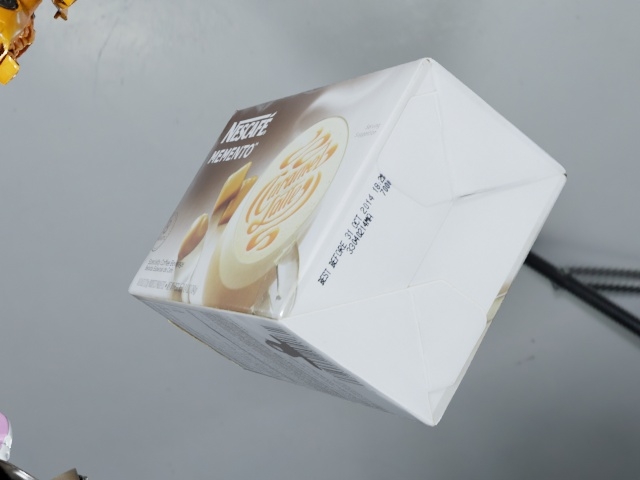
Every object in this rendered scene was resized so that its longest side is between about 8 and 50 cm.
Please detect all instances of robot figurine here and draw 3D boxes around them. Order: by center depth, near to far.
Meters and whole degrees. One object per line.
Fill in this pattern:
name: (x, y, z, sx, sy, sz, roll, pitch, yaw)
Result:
robot figurine: (-0.273, -0.262, 1.169, 0.085, 0.291, 0.211, 39, 111, -15)

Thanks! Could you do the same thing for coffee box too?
coffee box: (0.000, 0.000, 0.635, 0.098, 0.246, 0.141, 35, 77, -20)

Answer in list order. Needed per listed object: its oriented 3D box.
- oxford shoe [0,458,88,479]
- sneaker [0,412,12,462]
oxford shoe: (-0.204, 0.241, 0.959, 0.227, 0.083, 0.096, 20, 94, 21)
sneaker: (-0.363, 0.287, 1.188, 0.095, 0.236, 0.104, 7, 132, -4)
